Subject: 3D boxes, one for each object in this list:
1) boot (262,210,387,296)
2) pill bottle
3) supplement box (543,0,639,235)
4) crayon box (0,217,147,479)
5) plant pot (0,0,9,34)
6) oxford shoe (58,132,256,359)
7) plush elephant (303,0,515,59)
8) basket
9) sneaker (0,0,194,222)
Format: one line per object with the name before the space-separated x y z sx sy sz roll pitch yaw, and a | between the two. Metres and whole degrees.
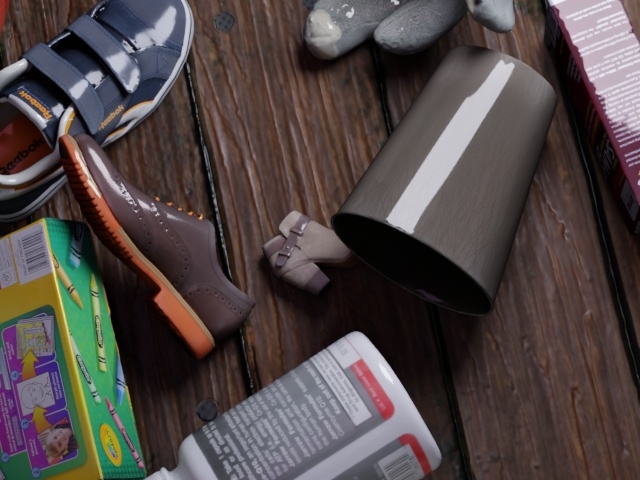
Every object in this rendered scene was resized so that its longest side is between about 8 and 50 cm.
boot | 0.000 0.000 1.884 0.118 0.042 0.087 -41 69 -11
pill bottle | -0.038 0.228 1.767 0.283 0.161 0.161 -32 76 -5
supplement box | 0.306 -0.138 1.837 0.073 0.130 0.239 -22 75 0
crayon box | -0.292 0.135 1.830 0.165 0.081 0.278 -22 75 27
plant pot | -0.489 -0.300 1.899 0.267 0.236 0.267 10 79 7
oxford shoe | -0.171 -0.011 1.851 0.098 0.097 0.271 -37 105 -12
plush elephant | 0.123 -0.337 1.835 0.330 0.255 0.272 5 78 7
basket | 0.141 -0.070 1.827 0.154 0.204 0.227 6 63 51
sneaker | -0.259 -0.157 1.902 0.126 0.127 0.321 38 82 14
